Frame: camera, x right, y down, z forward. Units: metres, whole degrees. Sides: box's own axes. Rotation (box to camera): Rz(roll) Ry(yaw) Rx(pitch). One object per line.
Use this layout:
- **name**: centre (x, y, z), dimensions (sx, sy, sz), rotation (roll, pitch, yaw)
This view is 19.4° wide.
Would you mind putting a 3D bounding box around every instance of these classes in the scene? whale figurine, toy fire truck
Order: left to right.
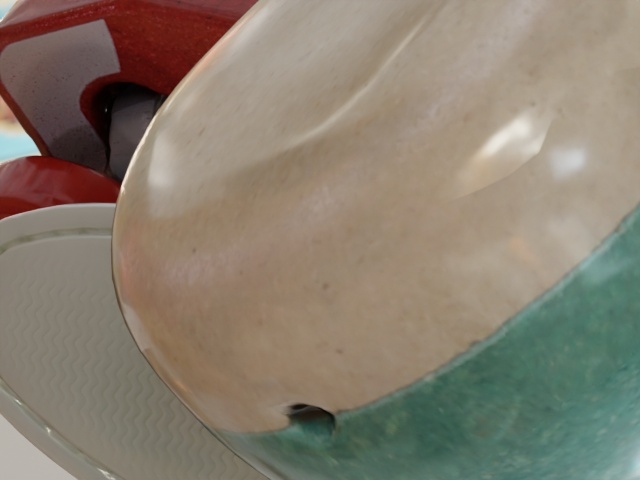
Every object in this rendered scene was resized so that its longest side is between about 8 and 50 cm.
- **toy fire truck**: centre (0.000, 0.000, 0.832), dimensions (0.254, 0.169, 0.302), rotation (-9, -54, 30)
- **whale figurine**: centre (0.067, -0.038, 0.489), dimensions (0.216, 0.272, 0.141), rotation (-21, -62, 45)

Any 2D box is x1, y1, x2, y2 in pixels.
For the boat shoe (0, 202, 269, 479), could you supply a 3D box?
- **boat shoe**: centre (0.023, 0.057, 0.654), dimensions (0.303, 0.091, 0.114), rotation (21, -74, 7)
